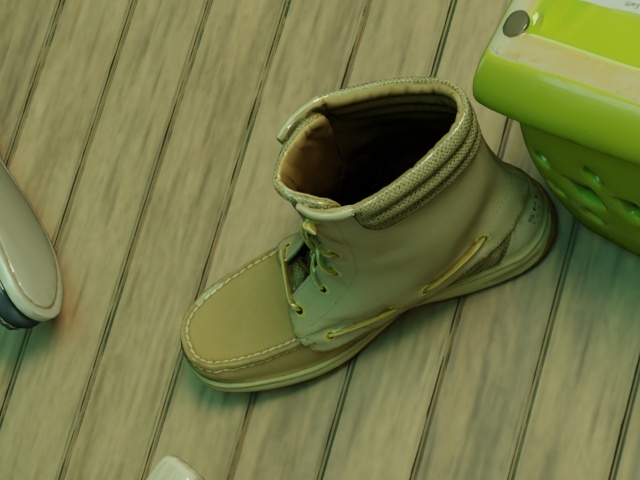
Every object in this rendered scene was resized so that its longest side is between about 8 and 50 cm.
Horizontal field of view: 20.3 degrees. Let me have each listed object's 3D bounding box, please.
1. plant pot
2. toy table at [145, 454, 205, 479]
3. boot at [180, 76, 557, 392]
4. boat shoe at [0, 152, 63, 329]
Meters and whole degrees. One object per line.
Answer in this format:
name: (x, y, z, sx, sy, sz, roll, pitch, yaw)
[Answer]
plant pot: (0.234, -0.106, 1.003, 0.228, 0.207, 0.227, 26, 85, 44)
toy table: (-0.120, 0.255, 1.090, 0.274, 0.161, 0.252, 22, 82, 28)
boot: (0.000, 0.000, 1.097, 0.262, 0.203, 0.095, -22, 65, 14)
boat shoe: (-0.262, -0.028, 1.280, 0.079, 0.095, 0.254, -35, 62, 7)
